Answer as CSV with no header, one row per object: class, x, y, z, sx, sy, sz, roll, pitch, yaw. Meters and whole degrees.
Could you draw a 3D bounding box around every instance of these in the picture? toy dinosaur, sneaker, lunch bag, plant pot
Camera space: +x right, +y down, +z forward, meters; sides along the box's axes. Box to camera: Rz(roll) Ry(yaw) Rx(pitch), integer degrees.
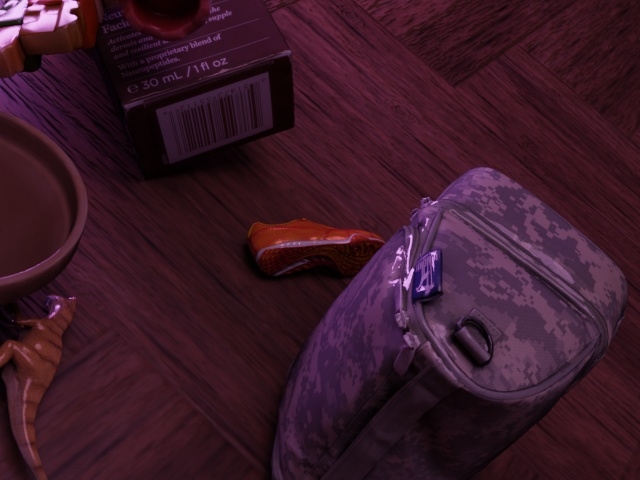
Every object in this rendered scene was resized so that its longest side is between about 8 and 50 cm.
toy dinosaur,-0.252,0.113,0.803,0.112,0.064,0.212,19,45,-19
sneaker,0.000,0.000,1.066,0.175,0.064,0.067,5,40,-33
lunch bag,0.099,0.114,0.845,0.212,0.305,0.256,40,41,7
plant pot,-0.332,-0.014,0.823,0.237,0.110,0.237,16,41,-15

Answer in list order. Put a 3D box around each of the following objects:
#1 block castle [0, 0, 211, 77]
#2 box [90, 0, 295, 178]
block castle,-0.340,-0.296,0.836,0.453,0.303,0.213,-9,42,1
box,-0.185,-0.278,1.097,0.191,0.143,0.381,-21,60,-12
